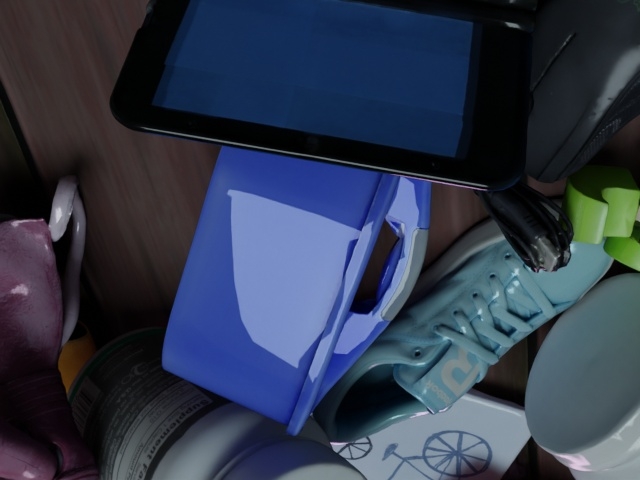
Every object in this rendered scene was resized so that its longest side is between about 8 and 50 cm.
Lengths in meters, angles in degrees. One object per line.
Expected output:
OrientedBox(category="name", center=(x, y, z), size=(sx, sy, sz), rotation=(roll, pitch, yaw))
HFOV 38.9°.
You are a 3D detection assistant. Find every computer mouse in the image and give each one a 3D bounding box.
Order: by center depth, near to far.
OrientedBox(category="computer mouse", center=(0.196, -0.121, 0.715), size=(0.072, 0.188, 0.272), rotation=(5, 134, -42))

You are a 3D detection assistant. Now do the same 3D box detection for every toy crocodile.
OrientedBox(category="toy crocodile", center=(0.369, 0.003, 0.798), size=(0.340, 0.105, 0.115), rotation=(19, 109, -6))

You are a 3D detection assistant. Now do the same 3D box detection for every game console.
OrientedBox(category="game console", center=(0.019, -0.199, 0.634), size=(0.293, 0.173, 0.250), rotation=(10, 116, 2))

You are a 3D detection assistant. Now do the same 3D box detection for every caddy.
OrientedBox(category="caddy", center=(0.000, 0.000, 0.781), size=(0.179, 0.241, 0.341), rotation=(21, 112, 2))

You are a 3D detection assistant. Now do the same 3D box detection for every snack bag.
OrientedBox(category="snack bag", center=(0.061, 0.259, 1.147), size=(0.342, 0.037, 0.323), rotation=(19, 130, -1))

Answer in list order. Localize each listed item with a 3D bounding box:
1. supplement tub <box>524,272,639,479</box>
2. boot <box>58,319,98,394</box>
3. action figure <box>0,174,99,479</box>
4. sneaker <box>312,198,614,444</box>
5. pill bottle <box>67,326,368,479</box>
OrientedBox(category="supplement tub", center=(0.385, 0.190, 0.895), size=(0.316, 0.228, 0.228), rotation=(31, 129, -16))
OrientedBox(category="boot", center=(-0.273, 0.188, 1.105), size=(0.295, 0.104, 0.211), rotation=(14, 132, 4))
OrientedBox(category="action figure", center=(-0.298, 0.163, 0.922), size=(0.275, 0.370, 0.248), rotation=(-24, 166, -12))
OrientedBox(category="sneaker", center=(0.142, 0.103, 0.909), size=(0.366, 0.150, 0.135), rotation=(-36, 119, 25))
OrientedBox(category="pill bottle", center=(-0.112, 0.233, 0.930), size=(0.361, 0.204, 0.204), rotation=(22, 151, 53))
